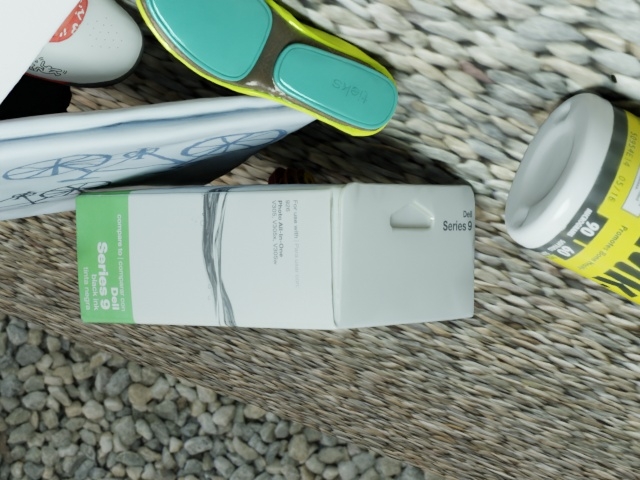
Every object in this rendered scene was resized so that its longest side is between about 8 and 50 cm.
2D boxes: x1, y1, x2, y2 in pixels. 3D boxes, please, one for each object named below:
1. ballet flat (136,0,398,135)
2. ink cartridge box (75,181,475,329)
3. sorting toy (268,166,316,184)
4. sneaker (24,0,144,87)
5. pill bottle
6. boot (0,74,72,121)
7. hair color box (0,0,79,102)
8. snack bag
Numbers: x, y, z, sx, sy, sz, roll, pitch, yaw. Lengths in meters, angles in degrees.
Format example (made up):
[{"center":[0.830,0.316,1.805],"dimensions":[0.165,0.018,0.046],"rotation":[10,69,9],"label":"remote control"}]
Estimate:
[{"center":[-0.046,-0.144,1.408],"dimensions":[0.231,0.077,0.077],"rotation":[27,-177,-24],"label":"ballet flat"},{"center":[-0.038,0.011,1.645],"dimensions":[0.289,0.122,0.211],"rotation":[0,-178,38],"label":"ink cartridge box"},{"center":[-0.008,-0.038,1.816],"dimensions":[0.042,0.061,0.102],"rotation":[-24,152,24],"label":"sorting toy"},{"center":[-0.248,-0.203,1.454],"dimensions":[0.270,0.090,0.145],"rotation":[29,168,-14],"label":"sneaker"},{"center":[0.247,-0.009,1.340],"dimensions":[0.208,0.119,0.119],"rotation":[26,167,-14],"label":"pill bottle"},{"center":[-0.340,-0.156,1.733],"dimensions":[0.207,0.247,0.094],"rotation":[-10,-177,-31],"label":"boot"},{"center":[-0.276,-0.175,1.264],"dimensions":[0.185,0.110,0.339],"rotation":[27,135,-19],"label":"hair color box"},{"center":[-0.195,-0.067,1.625],"dimensions":[0.323,0.037,0.342],"rotation":[-10,174,-22],"label":"snack bag"}]
